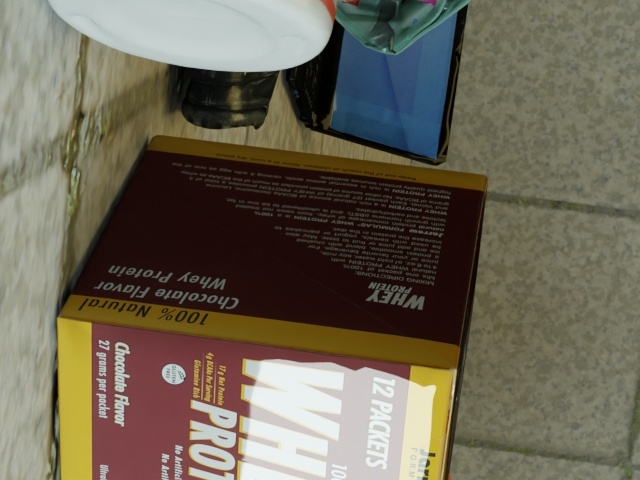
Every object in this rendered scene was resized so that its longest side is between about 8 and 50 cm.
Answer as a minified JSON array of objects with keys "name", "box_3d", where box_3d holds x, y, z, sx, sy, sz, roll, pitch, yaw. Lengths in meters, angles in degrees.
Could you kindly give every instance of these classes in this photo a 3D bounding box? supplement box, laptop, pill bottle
[{"name":"supplement box","box_3d":[-0.020,0.054,0.914,0.194,0.191,0.129,-73,169,-59]},{"name":"laptop","box_3d":[0.062,-0.215,1.598,0.264,0.137,0.234,67,31,-78]},{"name":"pill bottle","box_3d":[-0.040,-0.194,0.746,0.124,0.124,0.221,73,25,-76]}]

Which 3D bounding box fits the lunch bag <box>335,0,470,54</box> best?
[{"name":"lunch bag","box_3d":[0.079,-0.311,1.460,0.262,0.160,0.223,78,25,-57]}]

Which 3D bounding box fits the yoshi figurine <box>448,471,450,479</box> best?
[{"name":"yoshi figurine","box_3d":[0.005,0.179,1.654,0.203,0.203,0.362,37,-33,51]}]

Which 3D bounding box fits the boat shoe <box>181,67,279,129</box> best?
[{"name":"boat shoe","box_3d":[-0.047,-0.119,1.082,0.183,0.065,0.083,-38,137,-72]}]
